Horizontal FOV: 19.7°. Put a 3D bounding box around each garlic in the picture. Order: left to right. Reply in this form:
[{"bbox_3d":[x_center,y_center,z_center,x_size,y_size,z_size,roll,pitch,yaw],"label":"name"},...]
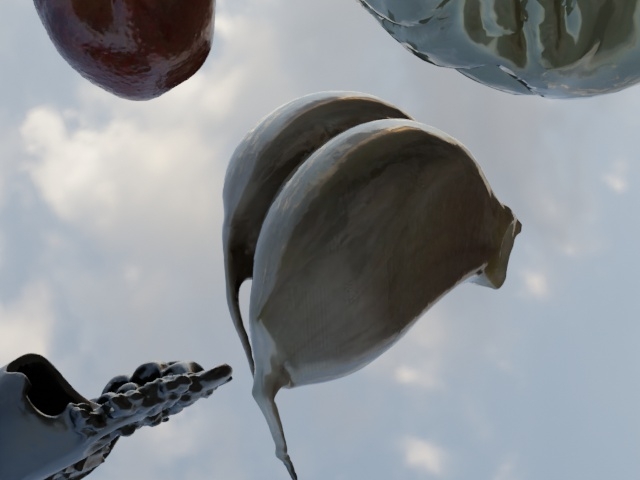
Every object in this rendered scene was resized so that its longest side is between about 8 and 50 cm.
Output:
[{"bbox_3d":[0.000,0.000,1.645,0.340,0.231,0.246,-44,-38,-29],"label":"garlic"}]

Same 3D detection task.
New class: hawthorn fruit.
[{"bbox_3d":[-0.133,-0.166,1.319,0.138,0.133,0.132,70,-157,-60],"label":"hawthorn fruit"}]

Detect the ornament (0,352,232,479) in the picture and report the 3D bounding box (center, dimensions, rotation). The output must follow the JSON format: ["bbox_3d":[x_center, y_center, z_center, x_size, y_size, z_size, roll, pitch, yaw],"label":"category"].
[{"bbox_3d":[-0.168,0.127,1.330,0.106,0.260,0.251,66,-164,10],"label":"ornament"}]

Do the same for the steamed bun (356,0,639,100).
[{"bbox_3d":[0.139,-0.243,0.703,0.255,0.368,0.342,-107,10,-57],"label":"steamed bun"}]
